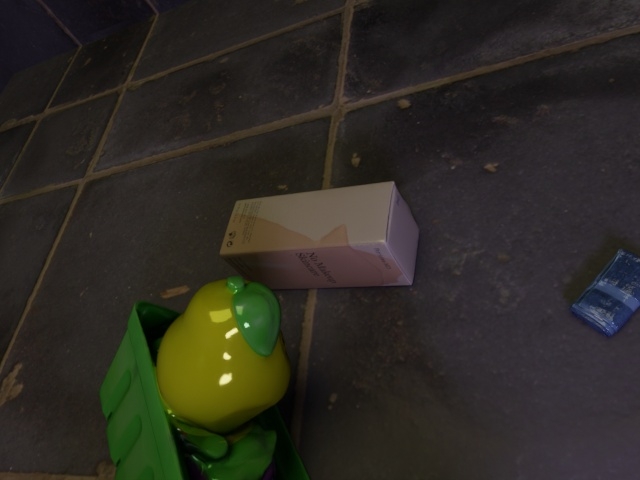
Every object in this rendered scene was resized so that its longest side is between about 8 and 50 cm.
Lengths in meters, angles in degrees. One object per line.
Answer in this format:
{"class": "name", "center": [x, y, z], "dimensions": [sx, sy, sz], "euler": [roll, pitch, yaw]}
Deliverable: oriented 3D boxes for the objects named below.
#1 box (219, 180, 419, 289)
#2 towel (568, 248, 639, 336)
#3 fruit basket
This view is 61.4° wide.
{"class": "box", "center": [0.000, 0.000, 0.939], "dimensions": [0.311, 0.148, 0.121], "euler": [-5, 56, 28]}
{"class": "towel", "center": [0.404, 0.070, 0.734], "dimensions": [0.119, 0.029, 0.067], "euler": [-45, 48, -7]}
{"class": "fruit basket", "center": [-0.135, 0.215, 0.760], "dimensions": [0.392, 0.283, 0.392], "euler": [-20, 57, 33]}
